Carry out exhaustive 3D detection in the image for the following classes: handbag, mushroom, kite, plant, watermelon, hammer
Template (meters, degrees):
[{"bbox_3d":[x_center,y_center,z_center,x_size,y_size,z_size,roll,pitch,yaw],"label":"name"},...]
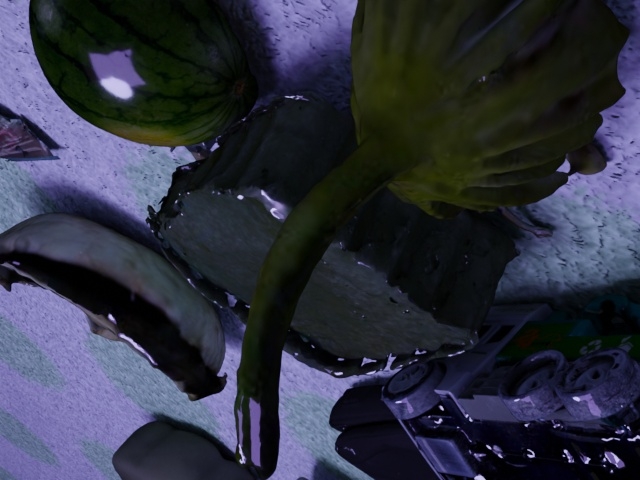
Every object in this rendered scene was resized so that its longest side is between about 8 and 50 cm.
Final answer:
[{"bbox_3d":[0.151,0.251,1.250,0.244,0.088,0.275,41,151,-16],"label":"handbag"},{"bbox_3d":[-0.261,0.066,1.402,0.344,0.130,0.247,27,167,21],"label":"mushroom"},{"bbox_3d":[-0.469,-0.191,1.355,0.406,0.014,0.368,33,151,9],"label":"kite"},{"bbox_3d":[0.069,-0.049,0.644,0.180,0.333,0.251,5,128,23],"label":"plant"},{"bbox_3d":[-0.170,-0.162,0.939,0.232,0.127,0.204,38,156,9],"label":"watermelon"},{"bbox_3d":[-0.100,-0.047,1.149,0.062,0.017,0.182,13,145,38],"label":"hammer"}]

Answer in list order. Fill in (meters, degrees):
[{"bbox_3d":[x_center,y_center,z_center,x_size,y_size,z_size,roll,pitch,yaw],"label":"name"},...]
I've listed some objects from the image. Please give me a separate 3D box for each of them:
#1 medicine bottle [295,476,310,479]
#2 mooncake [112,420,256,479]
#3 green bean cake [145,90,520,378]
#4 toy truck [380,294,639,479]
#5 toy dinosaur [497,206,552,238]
[{"bbox_3d":[0.088,0.509,1.555,0.384,0.224,0.224,30,151,12],"label":"medicine bottle"},{"bbox_3d":[-0.216,0.417,1.865,0.275,0.135,0.275,31,152,19],"label":"mooncake"},{"bbox_3d":[0.000,0.000,0.943,0.255,0.132,0.241,34,156,-18],"label":"green bean cake"},{"bbox_3d":[0.216,0.135,0.888,0.363,0.178,0.176,-11,116,55],"label":"toy truck"},{"bbox_3d":[0.111,-0.053,0.867,0.180,0.037,0.058,42,172,-6],"label":"toy dinosaur"}]
